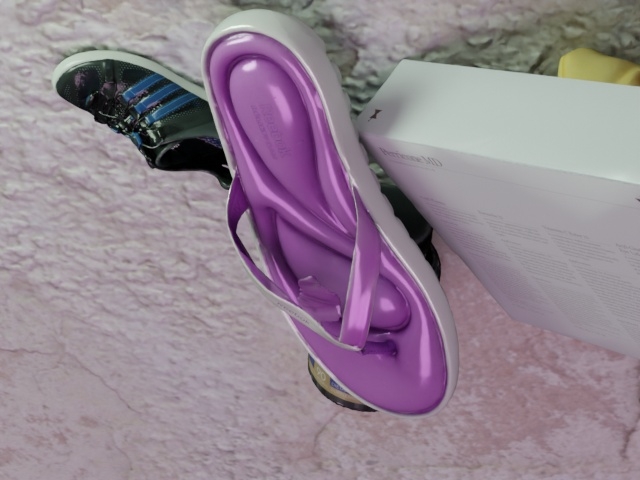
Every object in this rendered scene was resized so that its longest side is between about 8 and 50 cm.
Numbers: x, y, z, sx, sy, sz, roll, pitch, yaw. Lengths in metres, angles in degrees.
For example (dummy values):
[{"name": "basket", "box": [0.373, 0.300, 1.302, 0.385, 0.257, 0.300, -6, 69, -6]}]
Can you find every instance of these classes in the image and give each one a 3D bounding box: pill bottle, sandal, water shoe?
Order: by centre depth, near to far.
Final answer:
[{"name": "sandal", "box": [-0.012, 0.002, 1.325, 0.169, 0.102, 0.416, -9, 117, 37]}, {"name": "water shoe", "box": [-0.150, -0.110, 1.378, 0.203, 0.080, 0.073, 17, 137, -7]}, {"name": "pill bottle", "box": [0.053, 0.055, 1.481, 0.123, 0.123, 0.219, 7, 134, 4]}]

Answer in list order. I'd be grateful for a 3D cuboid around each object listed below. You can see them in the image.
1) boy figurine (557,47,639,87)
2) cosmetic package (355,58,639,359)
[{"name": "boy figurine", "box": [0.324, -0.079, 1.310, 0.285, 0.092, 0.177, 32, 137, -25]}, {"name": "cosmetic package", "box": [0.233, -0.012, 1.253, 0.284, 0.097, 0.377, 44, 164, -33]}]
